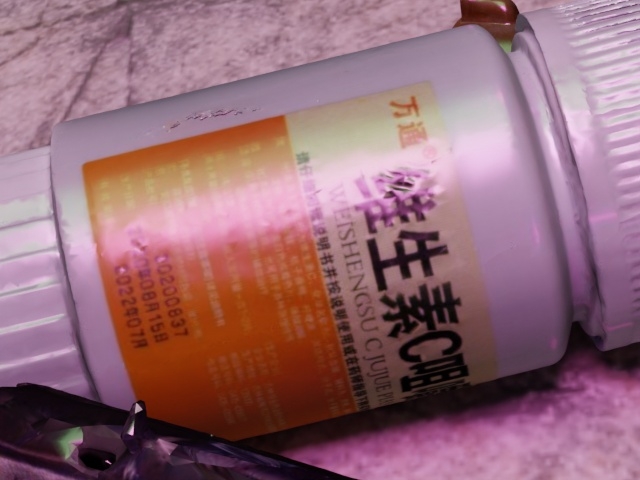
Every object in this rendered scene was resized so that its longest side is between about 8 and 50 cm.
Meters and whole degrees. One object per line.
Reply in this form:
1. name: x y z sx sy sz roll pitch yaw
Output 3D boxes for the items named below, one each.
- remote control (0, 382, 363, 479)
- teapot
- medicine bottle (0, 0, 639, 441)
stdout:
1. remote control: 0.037 0.136 0.576 0.399 0.144 0.062 13 36 29
2. teapot: 0.109 -0.102 0.919 0.080 0.085 0.110 13 25 29
3. medicine bottle: 0.000 0.000 0.749 0.318 0.158 0.158 -13 37 1
